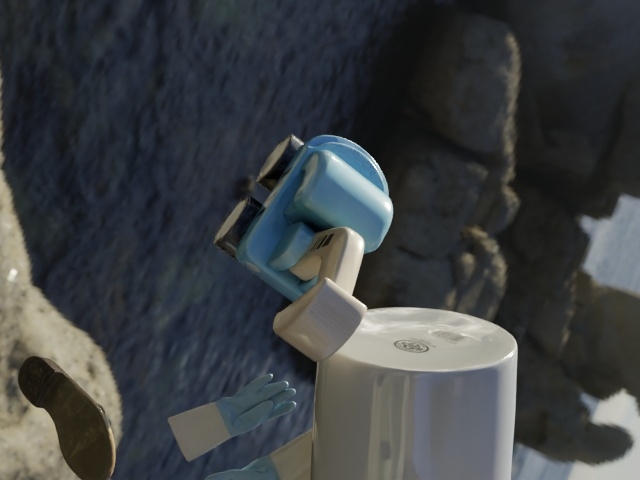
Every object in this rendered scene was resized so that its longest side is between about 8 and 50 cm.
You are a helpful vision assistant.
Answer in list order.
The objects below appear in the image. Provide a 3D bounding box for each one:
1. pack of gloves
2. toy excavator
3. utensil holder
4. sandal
[{"bbox_3d":[-0.115,0.342,2.020,0.232,0.195,0.046,-26,179,14],"label":"pack of gloves"},{"bbox_3d":[0.000,0.000,1.892,0.433,0.222,0.445,-59,-165,-22],"label":"toy excavator"},{"bbox_3d":[0.139,0.331,1.850,0.327,0.327,0.386,-33,127,-64],"label":"utensil holder"},{"bbox_3d":[-0.323,0.243,1.638,0.079,0.240,0.088,21,106,-53],"label":"sandal"}]
